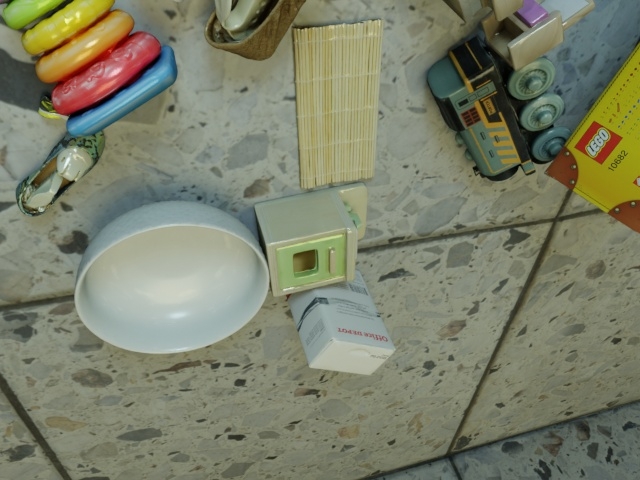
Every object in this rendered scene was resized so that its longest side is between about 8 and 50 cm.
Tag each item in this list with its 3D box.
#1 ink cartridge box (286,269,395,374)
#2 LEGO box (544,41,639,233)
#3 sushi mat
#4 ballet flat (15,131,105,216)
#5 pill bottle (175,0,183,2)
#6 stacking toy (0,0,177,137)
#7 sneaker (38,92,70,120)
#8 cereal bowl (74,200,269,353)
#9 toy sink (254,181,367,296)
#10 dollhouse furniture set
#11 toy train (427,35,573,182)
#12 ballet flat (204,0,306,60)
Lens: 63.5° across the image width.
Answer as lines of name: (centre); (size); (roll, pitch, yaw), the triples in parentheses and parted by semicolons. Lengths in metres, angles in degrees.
ink cartridge box: (0.035, 0.163, 1.125); (0.172, 0.237, 0.100); (16, 124, -33)
LEGO box: (0.658, -0.291, 0.870); (0.372, 0.193, 0.500); (-22, 146, -47)
sushi mat: (0.032, -0.226, 0.912); (0.151, 0.019, 0.316); (-13, 135, -11)
ballet flat: (-0.410, -0.103, 0.820); (0.188, 0.070, 0.070); (-40, 133, 16)
pill bottle: (-0.146, -0.392, 0.618); (0.108, 0.108, 0.193); (27, 118, -38)
stacking toy: (-0.327, -0.292, 0.630); (0.166, 0.175, 0.302); (-30, 124, 4)
sneaker: (-0.373, -0.197, 0.768); (0.083, 0.031, 0.035); (0, 131, -22)
cereal bowl: (-0.274, 0.055, 0.969); (0.339, 0.141, 0.339); (-12, 135, -12)
toy sink: (0.000, 0.000, 1.033); (0.234, 0.131, 0.152); (-12, 135, -12)
dollhouse furniture set: (0.209, -0.428, 0.600); (0.198, 0.286, 0.303); (-35, 146, 12)
toy train: (0.333, -0.236, 0.950); (0.190, 0.142, 0.334); (-25, 139, 20)
ballet flat: (-0.055, -0.348, 0.625); (0.124, 0.116, 0.342); (-21, 171, -40)
